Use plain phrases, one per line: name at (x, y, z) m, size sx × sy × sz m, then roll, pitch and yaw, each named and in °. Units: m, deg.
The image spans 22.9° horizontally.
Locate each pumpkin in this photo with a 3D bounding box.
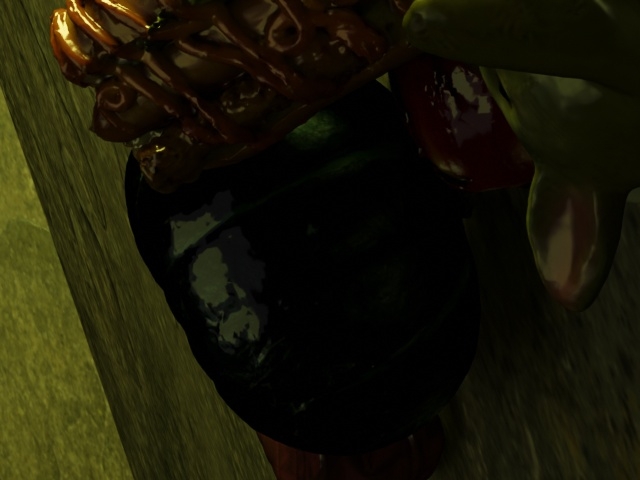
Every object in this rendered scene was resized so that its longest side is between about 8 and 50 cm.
pumpkin at (0.000, 0.000, 1.120) m, size 0.315 × 0.238 × 0.315 m, roll 156°, pitch 90°, yaw -87°

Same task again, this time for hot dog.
hot dog at (-0.007, -0.155, 0.892) m, size 0.158 × 0.349 × 0.117 m, roll 54°, pitch -156°, yaw -13°

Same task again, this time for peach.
peach at (0.092, -0.106, 0.980) m, size 0.172 × 0.092 × 0.127 m, roll 66°, pitch 162°, yaw 9°

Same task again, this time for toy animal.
toy animal at (0.131, -0.111, 0.737) m, size 0.180 × 0.181 × 0.363 m, roll 32°, pitch 146°, yaw 2°

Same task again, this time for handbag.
handbag at (0.010, 0.116, 1.329) m, size 0.146 × 0.135 × 0.225 m, roll 101°, pitch 149°, yaw -55°
